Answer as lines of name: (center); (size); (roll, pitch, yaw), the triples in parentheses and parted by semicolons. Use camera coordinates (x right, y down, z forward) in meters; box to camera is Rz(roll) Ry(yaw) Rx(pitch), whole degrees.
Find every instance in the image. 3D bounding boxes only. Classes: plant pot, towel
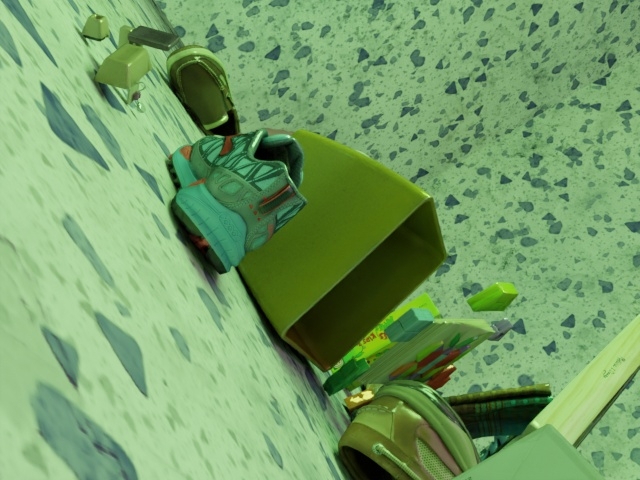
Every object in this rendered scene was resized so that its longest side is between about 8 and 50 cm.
plant pot: (0.000, 0.000, 0.922); (0.187, 0.212, 0.212); (45, -5, 24)
towel: (0.210, 0.274, 1.179); (0.370, 0.272, 0.040); (53, 28, -67)

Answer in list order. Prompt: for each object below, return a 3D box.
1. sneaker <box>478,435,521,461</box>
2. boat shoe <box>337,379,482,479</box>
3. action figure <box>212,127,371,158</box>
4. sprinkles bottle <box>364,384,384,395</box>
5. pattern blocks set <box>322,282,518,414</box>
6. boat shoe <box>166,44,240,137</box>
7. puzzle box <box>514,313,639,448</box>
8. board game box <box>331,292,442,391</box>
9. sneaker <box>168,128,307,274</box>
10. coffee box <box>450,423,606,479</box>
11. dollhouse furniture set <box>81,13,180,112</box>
sneaker: (0.331, 0.444, 1.350); (0.128, 0.315, 0.182); (21, 21, -19)
boat shoe: (0.131, 0.295, 0.762); (0.324, 0.120, 0.122); (52, -38, 12)
action figure: (-0.025, -0.115, 1.285); (0.248, 0.276, 0.370); (52, 17, -17)
sprinkles bottle: (0.140, 0.266, 1.605); (0.121, 0.121, 0.355); (59, 2, -3)
pattern blocks set: (0.144, 0.150, 1.037); (0.325, 0.285, 0.026); (0, 51, -48)
boat shoe: (-0.190, -0.243, 1.376); (0.257, 0.095, 0.095); (57, 9, -71)
puzzle box: (0.326, 0.273, 1.083); (0.052, 0.272, 0.409); (40, 36, 23)
board game box: (0.102, 0.159, 1.209); (0.043, 0.181, 0.092); (60, 1, 31)
sneaker: (-0.069, -0.054, 0.768); (0.104, 0.125, 0.262); (59, 1, -24)
coffee box: (0.154, 0.289, 0.469); (0.297, 0.168, 0.119); (58, 1, -8)
dollhouse furniture set: (-0.196, -0.149, 0.733); (0.114, 0.091, 0.081); (-73, 178, -59)
